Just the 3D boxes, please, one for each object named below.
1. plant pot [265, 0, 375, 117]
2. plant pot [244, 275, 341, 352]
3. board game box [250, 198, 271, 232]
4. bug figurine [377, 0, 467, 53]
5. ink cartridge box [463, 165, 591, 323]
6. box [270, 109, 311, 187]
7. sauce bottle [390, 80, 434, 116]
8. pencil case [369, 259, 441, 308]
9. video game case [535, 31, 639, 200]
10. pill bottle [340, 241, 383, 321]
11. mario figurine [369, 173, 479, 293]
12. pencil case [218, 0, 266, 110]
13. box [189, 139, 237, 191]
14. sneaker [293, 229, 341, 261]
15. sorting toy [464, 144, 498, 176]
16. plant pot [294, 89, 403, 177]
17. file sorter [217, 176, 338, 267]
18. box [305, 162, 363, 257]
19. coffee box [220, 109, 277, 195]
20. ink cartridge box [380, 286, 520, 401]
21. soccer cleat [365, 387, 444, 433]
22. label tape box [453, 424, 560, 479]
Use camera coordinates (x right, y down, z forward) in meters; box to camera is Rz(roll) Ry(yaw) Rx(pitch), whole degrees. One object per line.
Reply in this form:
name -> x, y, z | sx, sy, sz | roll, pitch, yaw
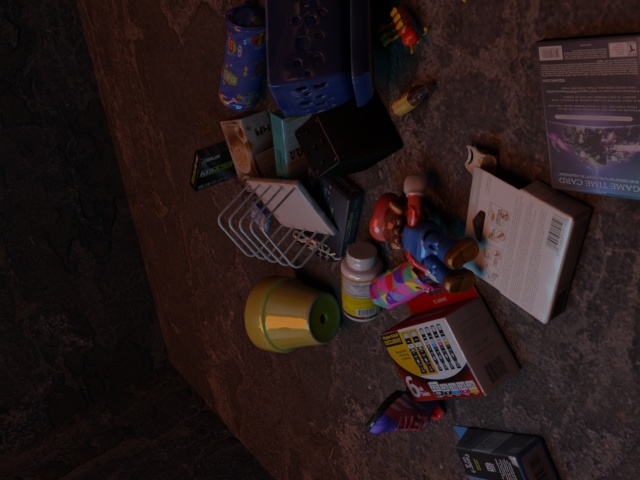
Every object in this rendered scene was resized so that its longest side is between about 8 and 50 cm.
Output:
plant pot -> 0.006, -0.405, 1.431 | 0.236, 0.212, 0.236 | 38, -130, -81
plant pot -> -0.074, 0.243, 2.172 | 0.239, 0.254, 0.254 | 1, 115, 40
board game box -> -0.207, -0.082, 2.322 | 0.090, 0.020, 0.090 | 49, 149, 23
bug figurine -> 0.186, -0.503, 1.298 | 0.216, 0.072, 0.279 | 68, 156, 4
ink cartridge box -> 0.405, 0.000, 1.372 | 0.239, 0.060, 0.275 | 40, 144, 40
box -> -0.074, -0.252, 1.889 | 0.060, 0.100, 0.244 | 35, 140, 42
sauce bottle -> 0.201, -0.310, 1.464 | 0.128, 0.042, 0.042 | -25, 92, 58
pencil case -> 0.217, 0.106, 1.701 | 0.104, 0.104, 0.236 | 61, 149, 4
video game case -> 0.466, -0.207, 1.141 | 0.196, 0.026, 0.274 | 17, 128, 52
pill bottle -> 0.115, 0.113, 1.866 | 0.117, 0.117, 0.215 | 35, 140, 40
mario figurine -> 0.249, -0.024, 1.535 | 0.320, 0.170, 0.198 | 45, 111, 46
pencil case -> -0.221, -0.512, 1.888 | 0.133, 0.119, 0.306 | 28, 141, 10
box -> -0.330, -0.254, 2.205 | 0.045, 0.190, 0.184 | 56, 149, 16
sneaker -> 0.000, 0.000, 2.020 | 0.169, 0.071, 0.068 | 33, 144, 17
sorting toy -> 0.325, -0.162, 1.390 | 0.075, 0.044, 0.083 | 45, 148, 44
plant pot -> 0.051, -0.252, 1.623 | 0.188, 0.167, 0.188 | 64, 152, 0
file sorter -> -0.131, -0.047, 1.897 | 0.277, 0.173, 0.193 | 10, 145, 55
box -> 0.030, -0.092, 1.895 | 0.183, 0.059, 0.233 | 44, 146, 29
coffee box -> -0.203, -0.268, 2.083 | 0.141, 0.098, 0.247 | 9, 121, 56
ink cartridge box -> 0.295, 0.246, 1.676 | 0.272, 0.130, 0.309 | 62, 151, 3
soccer cleat -> 0.233, 0.463, 1.800 | 0.116, 0.318, 0.109 | 45, 114, 22
label tape box -> 0.463, 0.621, 1.738 | 0.333, 0.105, 0.241 | -19, 96, 60
